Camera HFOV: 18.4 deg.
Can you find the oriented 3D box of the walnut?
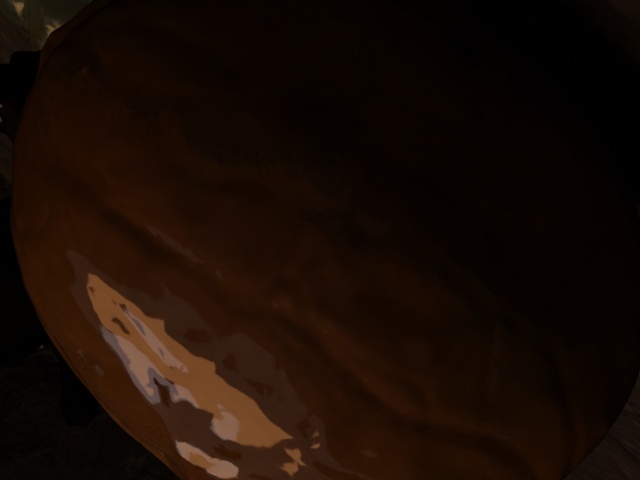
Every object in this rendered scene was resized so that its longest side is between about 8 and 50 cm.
[{"bbox_3d":[0.000,0.000,0.649,0.221,0.195,0.195,38,172,-7],"label":"walnut"}]

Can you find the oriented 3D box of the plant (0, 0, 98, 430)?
[{"bbox_3d":[-0.087,-0.024,0.868,0.142,0.203,0.131,28,173,36],"label":"plant"}]

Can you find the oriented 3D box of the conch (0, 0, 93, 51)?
[{"bbox_3d":[-0.115,-0.111,0.995,0.180,0.065,0.088,29,167,18],"label":"conch"}]
